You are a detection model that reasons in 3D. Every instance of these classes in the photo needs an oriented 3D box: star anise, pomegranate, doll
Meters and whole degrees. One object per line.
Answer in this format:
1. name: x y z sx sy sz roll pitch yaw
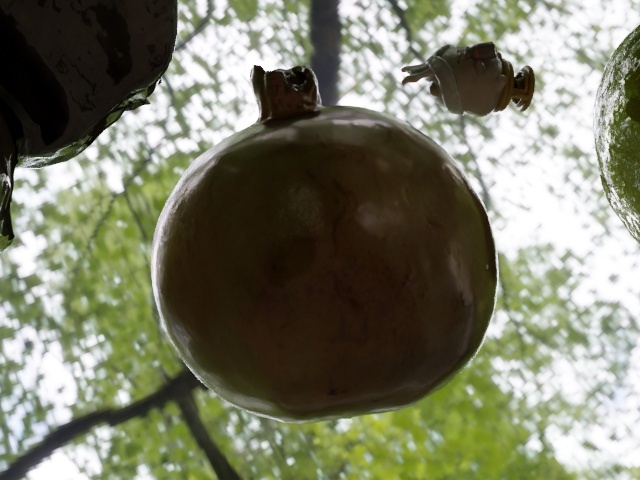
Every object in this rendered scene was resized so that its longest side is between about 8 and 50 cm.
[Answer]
1. star anise: -0.152 -0.050 0.467 0.315 0.315 0.108 -31 -77 -5
2. pomegranate: 0.000 0.000 0.914 0.252 0.229 0.270 -11 -89 -28
3. doll: 0.142 -0.161 1.182 0.127 0.073 0.084 7 -36 -11

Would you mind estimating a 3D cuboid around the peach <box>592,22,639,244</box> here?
1. peach: 0.420 -0.104 1.197 0.281 0.315 0.314 26 -44 -34
